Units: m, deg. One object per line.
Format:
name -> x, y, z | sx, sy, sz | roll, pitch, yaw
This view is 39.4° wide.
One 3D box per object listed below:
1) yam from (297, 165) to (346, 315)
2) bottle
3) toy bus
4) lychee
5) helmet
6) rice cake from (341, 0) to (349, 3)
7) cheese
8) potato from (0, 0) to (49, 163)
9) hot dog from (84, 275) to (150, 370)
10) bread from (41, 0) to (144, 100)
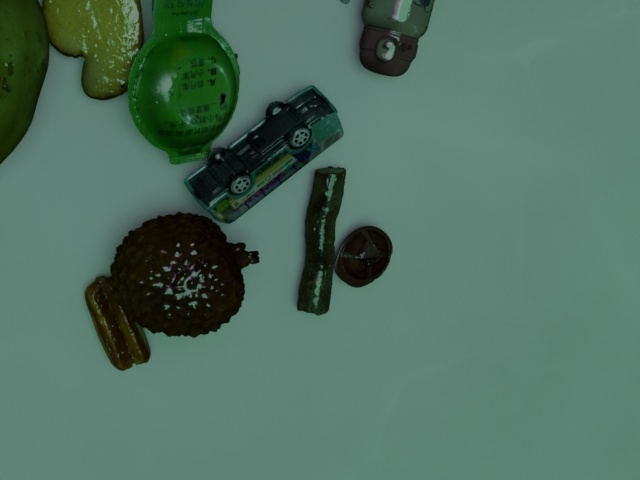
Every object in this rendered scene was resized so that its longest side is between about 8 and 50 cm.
yam -> 0.000, 0.000, 1.506 | 0.061, 0.061, 0.253 | 4, 102, -16
bottle -> 0.125, -0.379, 1.420 | 0.109, 0.110, 0.233 | 11, 100, -18
toy bus -> -0.086, -0.134, 1.422 | 0.261, 0.091, 0.109 | -37, 149, -3
lychee -> -0.209, 0.052, 1.397 | 0.238, 0.200, 0.200 | -16, 108, -21
helmet -> 0.080, 0.028, 1.538 | 0.089, 0.057, 0.111 | 44, 100, 14
rice cake -> 0.049, -0.481, 1.398 | 0.069, 0.063, 0.207 | 13, 99, -16
cheese -> -0.203, -0.273, 1.345 | 0.203, 0.083, 0.321 | -16, 115, -39
potato -> -0.490, -0.229, 1.234 | 0.215, 0.216, 0.305 | 19, 106, -19
hot dog -> -0.331, 0.133, 1.453 | 0.071, 0.045, 0.165 | -21, 108, -8
bread -> -0.337, -0.307, 1.338 | 0.149, 0.065, 0.188 | 0, 107, -5
